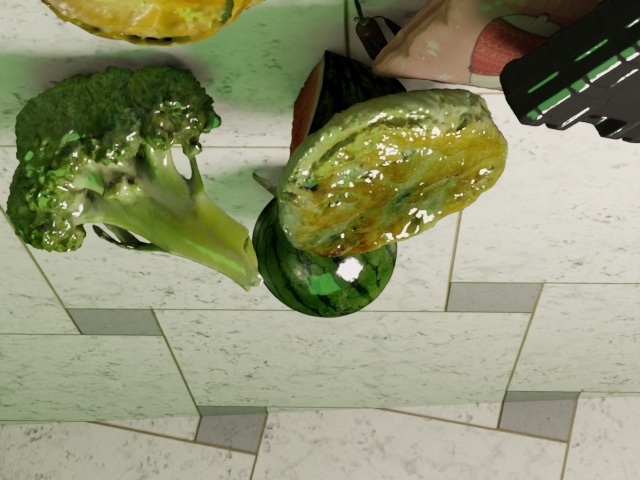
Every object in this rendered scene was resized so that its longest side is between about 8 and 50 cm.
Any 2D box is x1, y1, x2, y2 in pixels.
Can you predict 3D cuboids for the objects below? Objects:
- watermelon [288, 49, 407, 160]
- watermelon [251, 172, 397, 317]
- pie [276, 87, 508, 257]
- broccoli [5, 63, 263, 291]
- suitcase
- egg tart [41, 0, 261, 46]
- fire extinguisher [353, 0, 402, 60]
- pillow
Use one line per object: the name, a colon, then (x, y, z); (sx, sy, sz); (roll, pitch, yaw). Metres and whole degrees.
watermelon: (0.042, -0.125, 1.593); (0.145, 0.137, 0.193); (9, 117, -16)
watermelon: (0.000, 0.000, 1.820); (0.188, 0.188, 0.215); (-14, 124, 35)
pie: (0.080, -0.070, 1.501); (0.277, 0.078, 0.277); (-21, 158, -9)
broccoli: (-0.208, -0.095, 1.610); (0.302, 0.186, 0.254); (5, 118, -9)
suitcase: (0.319, -0.174, 1.344); (0.206, 0.066, 0.285); (-32, 162, 31)
egg tart: (-0.158, -0.265, 1.223); (0.341, 0.129, 0.341); (2, 160, 1)
fire extinguisher: (0.063, -0.217, 1.454); (0.046, 0.032, 0.100); (7, 167, 16)
pillow: (0.199, -0.213, 1.383); (0.236, 0.084, 0.223); (5, 154, -26)
